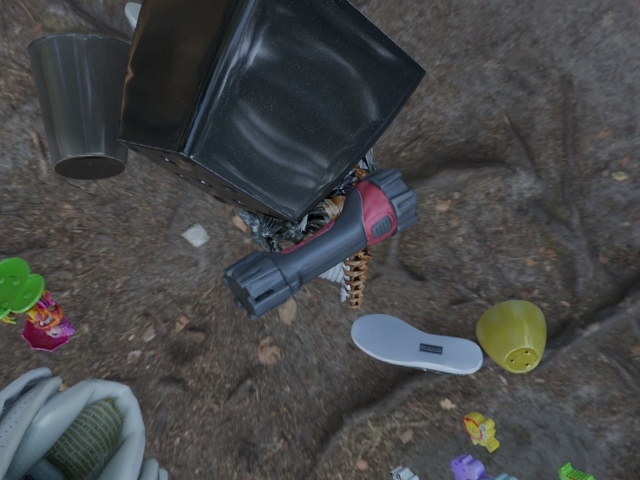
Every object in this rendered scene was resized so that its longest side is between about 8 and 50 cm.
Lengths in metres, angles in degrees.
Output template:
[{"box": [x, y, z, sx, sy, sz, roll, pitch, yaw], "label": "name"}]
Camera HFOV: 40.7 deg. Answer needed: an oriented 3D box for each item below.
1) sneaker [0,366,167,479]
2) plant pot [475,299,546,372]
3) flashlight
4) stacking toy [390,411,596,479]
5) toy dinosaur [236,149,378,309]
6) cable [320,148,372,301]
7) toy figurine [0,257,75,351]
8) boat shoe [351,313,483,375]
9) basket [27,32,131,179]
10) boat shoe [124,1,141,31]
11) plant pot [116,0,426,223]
[{"box": [-0.134, 0.134, 0.413, 0.108, 0.292, 0.169, 42, 91, -7], "label": "sneaker"}, {"box": [0.368, 0.193, 1.626, 0.134, 0.095, 0.134, -1, 126, -2], "label": "plant pot"}, {"box": [0.000, 0.000, 1.253, 0.304, 0.103, 0.103, -30, 82, -22], "label": "flashlight"}, {"box": [0.219, 0.309, 1.112, 0.167, 0.221, 0.052, -27, 115, -30], "label": "stacking toy"}, {"box": [0.001, -0.053, 1.387, 0.218, 0.164, 0.322, -15, 72, 26], "label": "toy dinosaur"}, {"box": [0.038, -0.052, 1.594, 0.089, 0.257, 0.257, 10, 47, -1], "label": "cable"}, {"box": [-0.473, 0.124, 1.451, 0.173, 0.159, 0.130, -1, 56, 34], "label": "toy figurine"}, {"box": [0.163, 0.186, 1.486, 0.228, 0.076, 0.080, 10, 68, 2], "label": "boat shoe"}, {"box": [-0.421, -0.236, 1.565, 0.204, 0.154, 0.227, 1, 74, -29], "label": "basket"}, {"box": [-0.321, -0.377, 1.634, 0.184, 0.066, 0.063, 49, 128, 20], "label": "boat shoe"}, {"box": [-0.061, -0.121, 0.724, 0.188, 0.187, 0.167, 32, 80, -38], "label": "plant pot"}]
